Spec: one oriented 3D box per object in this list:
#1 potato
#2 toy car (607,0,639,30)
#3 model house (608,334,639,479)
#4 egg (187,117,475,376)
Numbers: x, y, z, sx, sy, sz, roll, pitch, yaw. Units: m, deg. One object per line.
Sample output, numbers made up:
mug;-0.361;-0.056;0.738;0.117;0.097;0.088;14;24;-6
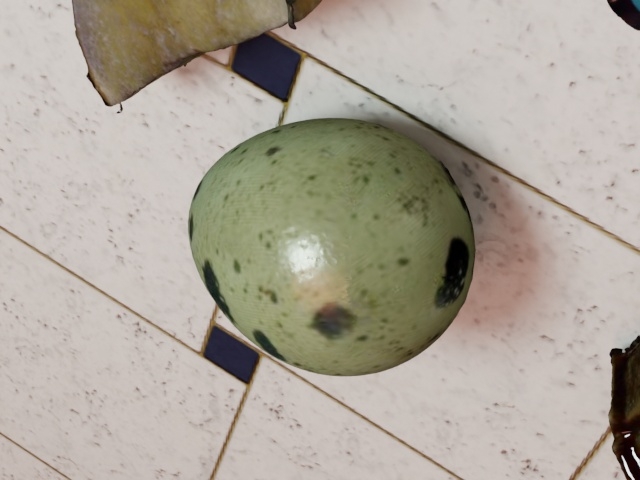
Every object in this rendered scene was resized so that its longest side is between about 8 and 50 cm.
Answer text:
potato;-0.087;-0.188;0.958;0.243;0.098;0.138;-15;113;50
toy car;0.223;-0.189;0.674;0.248;0.204;0.198;28;118;-14
model house;0.260;0.144;1.017;0.152;0.106;0.165;121;132;-60
egg;0.000;0.000;1.004;0.228;0.177;0.177;18;136;39
